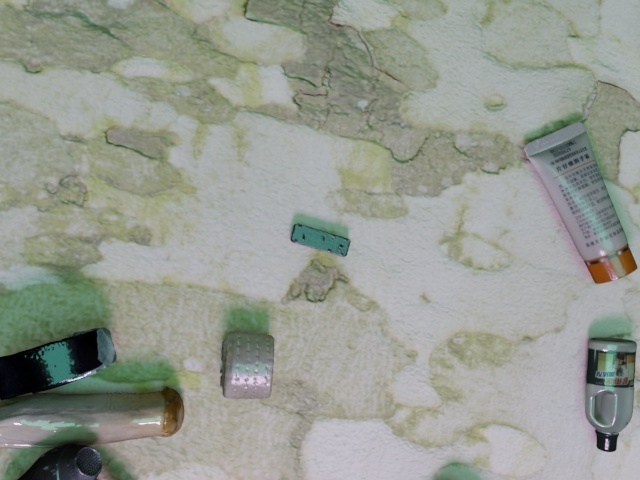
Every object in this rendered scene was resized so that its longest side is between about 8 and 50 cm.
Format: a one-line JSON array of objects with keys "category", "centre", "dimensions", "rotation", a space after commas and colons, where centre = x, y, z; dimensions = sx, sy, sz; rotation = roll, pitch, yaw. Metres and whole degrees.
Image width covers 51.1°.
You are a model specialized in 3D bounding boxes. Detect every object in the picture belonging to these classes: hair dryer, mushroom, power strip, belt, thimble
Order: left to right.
[{"category": "belt", "centre": [-0.439, 0.203, 1.114], "dimensions": [0.199, 0.151, 0.078], "rotation": [-18, 88, -2]}, {"category": "mushroom", "centre": [-0.408, 0.302, 1.136], "dimensions": [0.352, 0.123, 0.094], "rotation": [-1, 80, -16]}, {"category": "hair dryer", "centre": [-0.392, 0.454, 1.149], "dimensions": [0.236, 0.091, 0.272], "rotation": [-31, 121, 28]}, {"category": "thimble", "centre": [-0.131, 0.224, 1.197], "dimensions": [0.090, 0.102, 0.115], "rotation": [4, 61, -10]}, {"category": "power strip", "centre": [0.000, 0.000, 1.251], "dimensions": [0.111, 0.029, 0.037], "rotation": [17, 89, -8]}]

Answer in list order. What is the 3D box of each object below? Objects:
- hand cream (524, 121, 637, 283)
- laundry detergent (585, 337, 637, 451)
[{"category": "hand cream", "centre": [0.515, -0.070, 1.318], "dimensions": [0.140, 0.089, 0.314], "rotation": [-21, 91, -11]}, {"category": "laundry detergent", "centre": [0.580, 0.310, 1.346], "dimensions": [0.099, 0.070, 0.225], "rotation": [3, 92, -19]}]
